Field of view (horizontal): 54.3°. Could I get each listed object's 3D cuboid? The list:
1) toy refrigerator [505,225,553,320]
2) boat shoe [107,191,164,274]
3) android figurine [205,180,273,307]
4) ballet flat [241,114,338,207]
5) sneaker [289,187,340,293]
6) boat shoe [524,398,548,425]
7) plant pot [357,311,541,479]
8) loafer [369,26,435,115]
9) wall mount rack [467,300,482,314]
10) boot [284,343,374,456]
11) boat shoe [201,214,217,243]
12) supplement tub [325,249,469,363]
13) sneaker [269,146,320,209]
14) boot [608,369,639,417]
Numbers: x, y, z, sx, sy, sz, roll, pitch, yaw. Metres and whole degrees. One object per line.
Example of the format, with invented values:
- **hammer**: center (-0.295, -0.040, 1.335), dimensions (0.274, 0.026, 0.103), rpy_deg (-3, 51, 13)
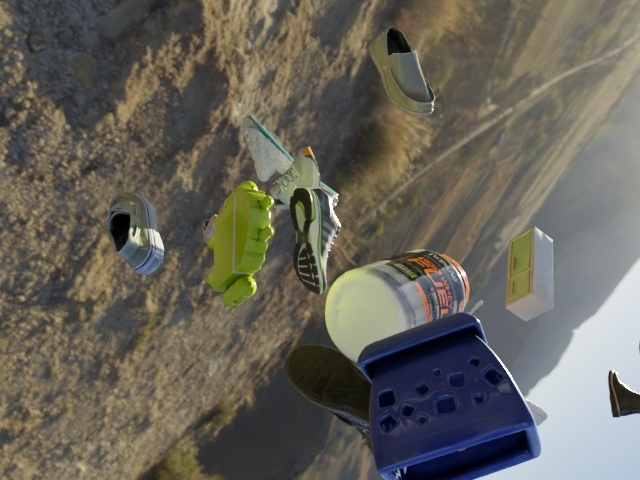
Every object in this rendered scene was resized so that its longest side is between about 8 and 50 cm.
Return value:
- **toy refrigerator**: center (0.616, 0.093, 1.845), dimensions (0.102, 0.094, 0.269), rpy_deg (-39, -155, 45)
- **boat shoe**: center (-0.429, -0.039, 1.402), dimensions (0.109, 0.302, 0.094), rpy_deg (-44, 131, 1)
- **android figurine**: center (-0.161, 0.000, 1.241), dimensions (0.056, 0.248, 0.273), rpy_deg (11, 152, -28)
- **ballet flat**: center (-0.109, -0.202, 1.910), dimensions (0.147, 0.409, 0.147), rpy_deg (-36, -149, 25)
- **sneaker**: center (0.000, 0.000, 1.671), dimensions (0.121, 0.111, 0.300), rpy_deg (-14, 111, -36)
- **boat shoe**: center (0.378, 0.369, 1.371), dimensions (0.098, 0.277, 0.096), rpy_deg (-5, -119, 67)
- **plant pot**: center (0.197, 0.259, 1.002), dimensions (0.236, 0.212, 0.236), rpy_deg (-22, 145, 8)
- **loafer**: center (0.205, -0.427, 1.563), dimensions (0.102, 0.268, 0.092), rpy_deg (-17, 155, -24)
- **wall mount rack**: center (0.443, 0.232, 2.255), dimensions (0.130, 0.350, 0.304), rpy_deg (-48, 172, 25)
- **boot**: center (0.099, 0.413, 1.527), dimensions (0.138, 0.377, 0.284), rpy_deg (-57, 147, -26)
- **boat shoe**: center (-0.324, -0.039, 1.869), dimensions (0.063, 0.059, 0.170), rpy_deg (-50, -171, -29)
- **supplement tub**: center (0.181, 0.134, 1.361), dimensions (0.338, 0.207, 0.207), rpy_deg (-14, 138, -52)
- **sneaker**: center (-0.078, -0.158, 1.741), dimensions (0.121, 0.099, 0.262), rpy_deg (-11, 151, -17)
- **boot**: center (1.031, 0.509, 2.066), dimensions (0.198, 0.137, 0.077), rpy_deg (-65, 140, -51)
